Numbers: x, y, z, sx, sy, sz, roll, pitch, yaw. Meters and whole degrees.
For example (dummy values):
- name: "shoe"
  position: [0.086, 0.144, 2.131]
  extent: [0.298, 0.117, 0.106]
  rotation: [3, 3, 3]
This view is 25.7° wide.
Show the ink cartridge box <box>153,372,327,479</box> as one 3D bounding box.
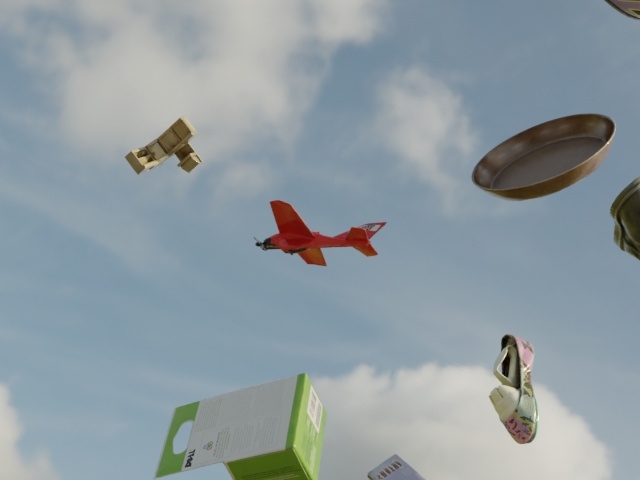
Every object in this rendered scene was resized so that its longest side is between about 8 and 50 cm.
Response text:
- name: "ink cartridge box"
  position: [-0.131, 0.340, 2.355]
  extent: [0.255, 0.189, 0.097]
  rotation: [-16, -59, 17]

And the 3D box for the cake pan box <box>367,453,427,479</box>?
- name: "cake pan box"
  position: [0.194, 0.475, 2.154]
  extent: [0.246, 0.070, 0.267]
  rotation: [57, -10, -18]

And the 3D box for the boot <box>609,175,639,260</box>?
- name: "boot"
  position: [0.496, 0.022, 1.927]
  extent: [0.208, 0.076, 0.190]
  rotation: [49, -5, 30]

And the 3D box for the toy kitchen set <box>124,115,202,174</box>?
- name: "toy kitchen set"
  position: [-0.219, -0.124, 2.033]
  extent: [0.083, 0.075, 0.068]
  rotation: [-39, -94, 25]

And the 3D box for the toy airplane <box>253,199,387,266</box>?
- name: "toy airplane"
  position: [0.000, 0.000, 1.546]
  extent: [0.151, 0.028, 0.151]
  rotation: [2, -28, 1]

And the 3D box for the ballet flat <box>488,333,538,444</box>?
- name: "ballet flat"
  position: [0.332, 0.253, 2.439]
  extent: [0.079, 0.222, 0.077]
  rotation: [29, -48, -21]

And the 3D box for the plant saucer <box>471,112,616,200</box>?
- name: "plant saucer"
  position: [0.251, -0.089, 1.556]
  extent: [0.168, 0.168, 0.029]
  rotation: [-6, -61, 44]

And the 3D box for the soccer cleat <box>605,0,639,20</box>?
- name: "soccer cleat"
  position: [0.433, -0.276, 1.604]
  extent: [0.318, 0.109, 0.116]
  rotation: [38, -6, 4]
